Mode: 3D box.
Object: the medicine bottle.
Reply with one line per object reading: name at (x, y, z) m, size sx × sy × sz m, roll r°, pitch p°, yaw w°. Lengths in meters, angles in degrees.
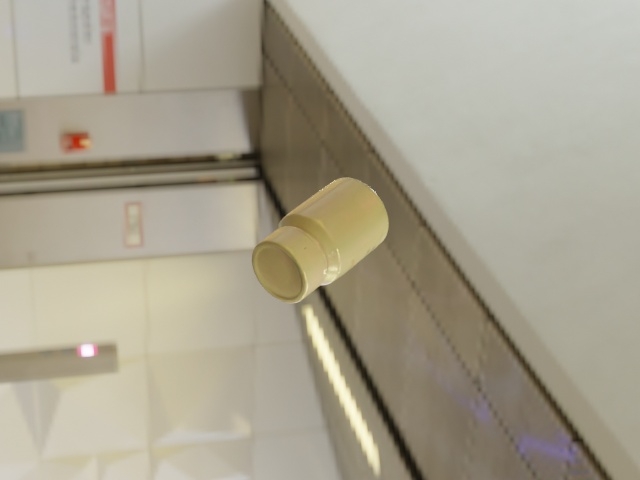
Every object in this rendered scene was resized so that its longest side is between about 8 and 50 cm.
medicine bottle at (0.000, 0.000, 0.876) m, size 0.052 × 0.089 × 0.052 m, roll 23°, pitch -49°, yaw 29°
